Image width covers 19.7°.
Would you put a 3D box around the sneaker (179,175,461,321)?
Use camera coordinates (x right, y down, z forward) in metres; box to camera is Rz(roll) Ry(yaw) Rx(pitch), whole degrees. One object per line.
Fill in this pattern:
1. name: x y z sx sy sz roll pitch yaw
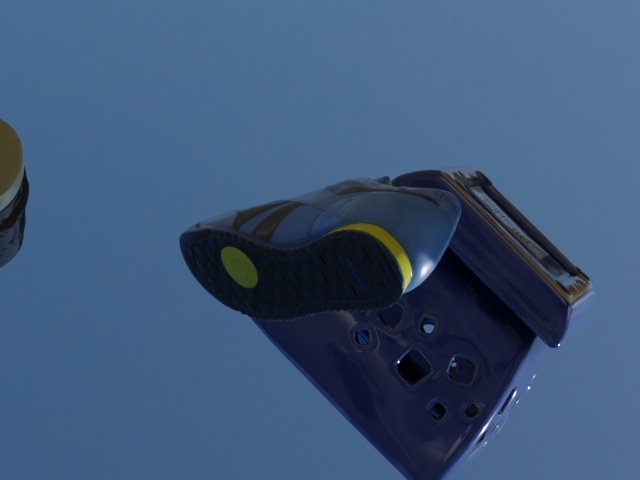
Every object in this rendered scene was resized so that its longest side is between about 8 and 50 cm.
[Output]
1. sneaker: 0.000 0.000 1.143 0.209 0.069 0.082 -4 -149 47

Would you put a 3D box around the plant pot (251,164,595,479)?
1. plant pot: 0.108 0.062 1.664 0.236 0.212 0.236 46 -166 9

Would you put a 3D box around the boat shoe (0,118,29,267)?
1. boat shoe: -0.144 -0.019 0.492 0.133 0.042 0.049 11 -125 1
